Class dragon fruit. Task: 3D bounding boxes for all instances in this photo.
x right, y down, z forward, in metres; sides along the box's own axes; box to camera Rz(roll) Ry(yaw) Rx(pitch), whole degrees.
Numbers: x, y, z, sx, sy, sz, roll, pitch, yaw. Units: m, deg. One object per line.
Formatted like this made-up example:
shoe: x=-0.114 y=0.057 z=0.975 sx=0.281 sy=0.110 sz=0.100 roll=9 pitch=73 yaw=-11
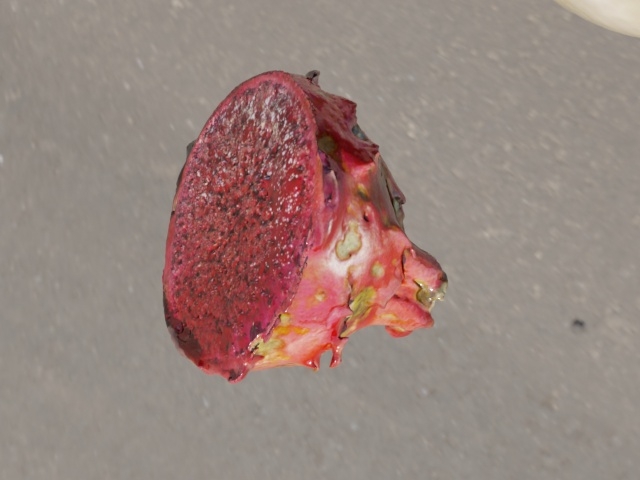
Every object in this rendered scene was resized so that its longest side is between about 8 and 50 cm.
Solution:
dragon fruit: x=0.000 y=0.000 z=0.803 sx=0.111 sy=0.153 sz=0.153 roll=18 pitch=103 yaw=-32

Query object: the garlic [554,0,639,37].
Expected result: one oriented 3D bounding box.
garlic: x=0.182 y=-0.160 z=0.678 sx=0.143 sy=0.318 sz=0.112 roll=45 pitch=52 yaw=-3
